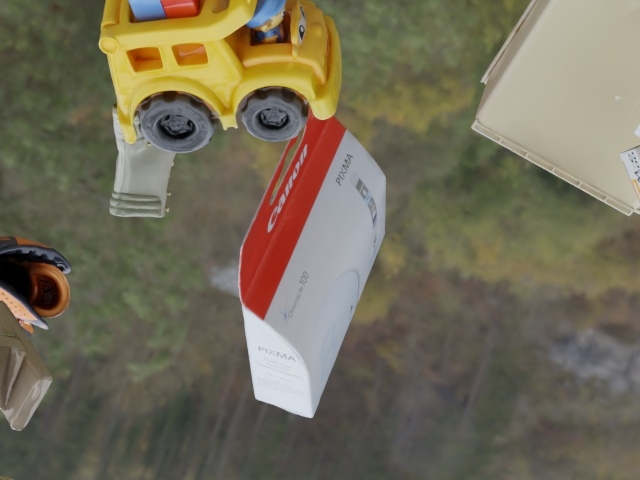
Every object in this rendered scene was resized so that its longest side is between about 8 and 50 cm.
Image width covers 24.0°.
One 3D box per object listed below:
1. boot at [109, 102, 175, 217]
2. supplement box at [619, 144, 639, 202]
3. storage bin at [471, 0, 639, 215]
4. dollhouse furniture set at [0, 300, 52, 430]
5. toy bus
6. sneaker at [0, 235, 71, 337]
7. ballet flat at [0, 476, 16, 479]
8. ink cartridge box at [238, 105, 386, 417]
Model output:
[{"bbox_3d":[-0.227,-0.119,2.137,0.077,0.165,0.213,11,-167,27],"label":"boot"},{"bbox_3d":[0.352,-0.077,1.474,0.062,0.098,0.036,67,165,0],"label":"supplement box"},{"bbox_3d":[0.350,-0.194,1.743,0.260,0.123,0.262,28,128,-3],"label":"storage bin"},{"bbox_3d":[-0.535,0.179,1.452,0.362,0.394,0.256,10,-151,-45],"label":"dollhouse furniture set"},{"bbox_3d":[-0.102,-0.208,1.418,0.220,0.149,0.211,-4,139,8],"label":"toy bus"},{"bbox_3d":[-0.391,0.080,1.904,0.180,0.125,0.321,11,162,16],"label":"sneaker"},{"bbox_3d":[-0.239,0.282,1.446,0.250,0.058,0.084,45,-173,-41],"label":"ballet flat"},{"bbox_3d":[0.000,0.000,1.879,0.091,0.308,0.385,17,150,11],"label":"ink cartridge box"}]
